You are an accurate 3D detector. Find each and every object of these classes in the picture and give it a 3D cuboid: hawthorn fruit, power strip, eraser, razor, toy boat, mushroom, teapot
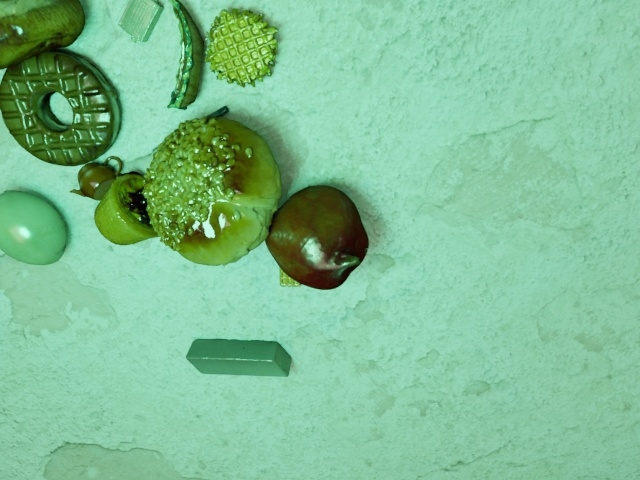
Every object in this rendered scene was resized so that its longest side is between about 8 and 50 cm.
[{"bbox_3d":[-0.009,0.001,1.284,0.294,0.312,0.295,-4,139,-3],"label":"hawthorn fruit"},{"bbox_3d":[-0.463,-0.613,1.189,0.075,0.042,0.175,35,109,-11],"label":"power strip"},{"bbox_3d":[-0.280,0.408,1.569,0.352,0.111,0.077,2,115,2],"label":"eraser"},{"bbox_3d":[-0.350,-0.338,1.305,0.190,0.033,0.066,-28,153,11],"label":"razor"},{"bbox_3d":[-0.364,-0.497,1.202,0.099,0.108,0.293,-3,116,-24],"label":"toy boat"},{"bbox_3d":[-0.772,-0.586,1.085,0.345,0.346,0.260,18,148,-4],"label":"mushroom"},{"bbox_3d":[-0.673,-0.189,1.352,0.173,0.116,0.116,-46,105,-9],"label":"teapot"}]

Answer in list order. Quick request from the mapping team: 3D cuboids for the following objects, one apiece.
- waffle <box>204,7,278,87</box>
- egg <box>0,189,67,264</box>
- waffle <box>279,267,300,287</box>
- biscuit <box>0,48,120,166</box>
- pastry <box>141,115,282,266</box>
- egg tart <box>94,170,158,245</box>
[{"bbox_3d":[-0.213,-0.514,1.204,0.197,0.070,0.193,15,113,0],"label":"waffle"},{"bbox_3d":[-0.893,-0.036,1.376,0.186,0.186,0.253,-25,109,13],"label":"egg"},{"bbox_3d":[-0.091,0.091,1.473,0.092,0.021,0.135,0,113,3],"label":"waffle"},{"bbox_3d":[-0.736,-0.370,1.274,0.331,0.103,0.332,1,113,2],"label":"biscuit"},{"bbox_3d":[-0.300,-0.135,1.211,0.409,0.245,0.410,-3,83,26],"label":"pastry"},{"bbox_3d":[-0.561,-0.084,1.337,0.170,0.215,0.215,-25,109,24],"label":"egg tart"}]
